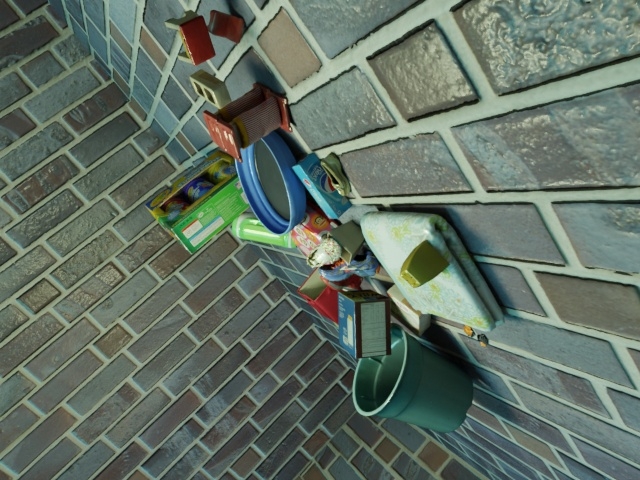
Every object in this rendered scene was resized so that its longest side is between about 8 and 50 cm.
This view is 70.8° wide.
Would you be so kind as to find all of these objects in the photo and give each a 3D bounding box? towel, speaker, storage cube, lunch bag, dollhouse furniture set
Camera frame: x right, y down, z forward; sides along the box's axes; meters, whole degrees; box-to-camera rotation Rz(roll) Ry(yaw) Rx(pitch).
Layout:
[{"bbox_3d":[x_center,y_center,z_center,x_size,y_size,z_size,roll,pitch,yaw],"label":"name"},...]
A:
[{"bbox_3d":[0.294,0.073,1.220,0.374,0.090,0.320,53,160,-19],"label":"towel"},{"bbox_3d":[-0.236,-0.049,2.011,0.296,0.131,0.131,11,155,9],"label":"speaker"},{"bbox_3d":[0.051,0.235,2.018,0.193,0.215,0.183,48,165,-26],"label":"storage cube"},{"bbox_3d":[0.000,0.000,1.738,0.258,0.120,0.293,39,162,26],"label":"lunch bag"},{"bbox_3d":[-0.224,-0.422,1.198,0.152,0.201,0.374,37,155,32],"label":"dollhouse furniture set"}]

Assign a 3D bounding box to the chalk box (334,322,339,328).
[{"bbox_3d":[0.126,0.357,2.245,0.132,0.132,0.213,32,157,43],"label":"chalk box"}]

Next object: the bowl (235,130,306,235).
[{"bbox_3d":[-0.178,-0.211,1.580,0.391,0.077,0.391,43,146,38],"label":"bowl"}]

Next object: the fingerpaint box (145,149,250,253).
[{"bbox_3d":[-0.524,-0.194,2.047,0.371,0.444,0.163,30,156,48],"label":"fingerpaint box"}]

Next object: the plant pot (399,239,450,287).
[{"bbox_3d":[0.235,0.065,1.057,0.081,0.083,0.081,44,162,6],"label":"plant pot"}]

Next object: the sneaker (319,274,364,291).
[{"bbox_3d":[0.095,0.126,1.737,0.087,0.128,0.221,38,-170,35],"label":"sneaker"}]

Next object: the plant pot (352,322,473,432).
[{"bbox_3d":[0.348,0.525,1.649,0.334,0.341,0.341,26,168,-13],"label":"plant pot"}]

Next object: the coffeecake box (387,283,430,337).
[{"bbox_3d":[0.314,0.243,1.593,0.142,0.068,0.186,39,161,31],"label":"coffeecake box"}]

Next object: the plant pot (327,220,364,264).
[{"bbox_3d":[0.095,-0.002,1.529,0.109,0.096,0.109,43,164,14],"label":"plant pot"}]

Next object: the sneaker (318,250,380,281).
[{"bbox_3d":[0.099,0.083,1.609,0.083,0.221,0.087,-85,-17,-62],"label":"sneaker"}]

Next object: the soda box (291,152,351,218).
[{"bbox_3d":[0.005,-0.169,1.417,0.210,0.067,0.071,52,163,-17],"label":"soda box"}]

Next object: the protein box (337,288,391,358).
[{"bbox_3d":[0.155,0.295,1.631,0.200,0.135,0.201,-167,76,-75],"label":"protein box"}]

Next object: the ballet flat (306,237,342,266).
[{"bbox_3d":[0.009,0.054,1.549,0.091,0.077,0.241,46,161,0],"label":"ballet flat"}]

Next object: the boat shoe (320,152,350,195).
[{"bbox_3d":[0.043,-0.184,1.317,0.056,0.048,0.153,34,159,39],"label":"boat shoe"}]

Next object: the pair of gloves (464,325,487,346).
[{"bbox_3d":[0.479,0.294,1.391,0.083,0.010,0.074,34,159,37],"label":"pair of gloves"}]
